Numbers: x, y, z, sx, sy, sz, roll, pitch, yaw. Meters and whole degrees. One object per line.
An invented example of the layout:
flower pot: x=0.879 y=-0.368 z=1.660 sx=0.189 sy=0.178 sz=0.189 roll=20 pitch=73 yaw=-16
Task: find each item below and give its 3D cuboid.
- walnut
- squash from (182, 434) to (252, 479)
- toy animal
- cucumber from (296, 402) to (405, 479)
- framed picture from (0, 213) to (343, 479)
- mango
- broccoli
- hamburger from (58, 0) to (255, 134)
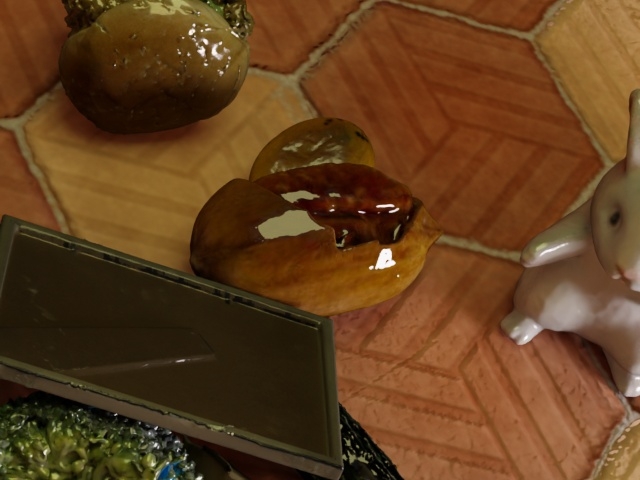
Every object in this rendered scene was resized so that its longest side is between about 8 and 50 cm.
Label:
walnut: x=0.000 y=0.000 z=1.394 sx=0.207 sy=0.116 sz=0.116 roll=-4 pitch=56 yaw=-22
squash: x=-0.022 y=0.237 z=1.203 sx=0.252 sy=0.093 sz=0.169 roll=35 pitch=5 yaw=5
toy animal: x=0.235 y=0.003 z=1.393 sx=0.140 sy=0.282 sz=0.138 roll=31 pitch=64 yaw=5
cucumber: x=-0.018 y=0.122 z=1.325 sx=0.067 sy=0.067 sz=0.245 roll=-30 pitch=68 yaw=-37
framed picture: x=-0.103 y=0.068 z=1.248 sx=0.250 sy=0.016 sz=0.184 roll=18 pitch=27 yaw=-13
mango: x=-0.007 y=-0.055 z=1.471 sx=0.114 sy=0.057 sz=0.079 roll=-33 pitch=75 yaw=-29
broccoli: x=-0.161 y=0.173 z=1.197 sx=0.154 sy=0.167 sz=0.160 roll=-1 pitch=79 yaw=16
hamburger: x=-0.121 y=-0.164 z=1.430 sx=0.159 sy=0.185 sz=0.131 roll=22 pitch=44 yaw=-26
